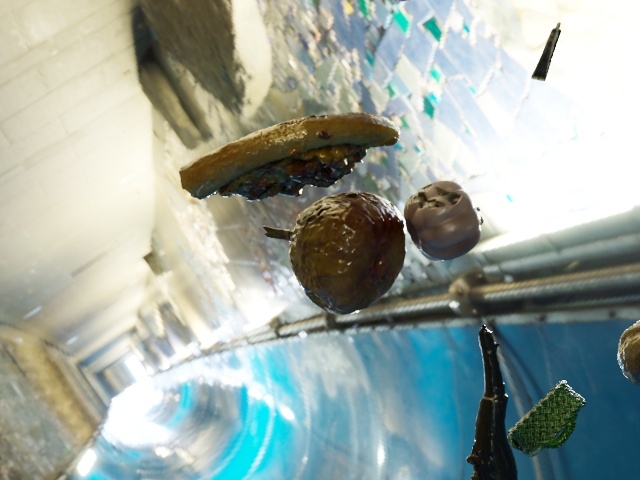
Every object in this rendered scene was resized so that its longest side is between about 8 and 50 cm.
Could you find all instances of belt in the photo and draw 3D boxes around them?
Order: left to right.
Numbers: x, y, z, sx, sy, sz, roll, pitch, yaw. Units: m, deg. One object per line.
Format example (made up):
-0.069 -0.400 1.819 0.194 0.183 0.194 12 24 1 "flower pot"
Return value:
0.408 0.324 1.442 0.151 0.079 0.121 -39 163 -13 "belt"

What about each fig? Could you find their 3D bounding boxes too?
0.000 0.000 1.863 0.368 0.286 0.286 19 -142 33 "fig"

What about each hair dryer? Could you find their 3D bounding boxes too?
0.163 0.272 0.938 0.303 0.360 0.120 -5 -172 -7 "hair dryer"

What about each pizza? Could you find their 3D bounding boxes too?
-0.057 -0.149 1.488 0.408 0.114 0.278 -12 170 -16 "pizza"

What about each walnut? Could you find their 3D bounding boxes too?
0.648 0.216 1.569 0.140 0.140 0.162 -36 145 -24 "walnut"

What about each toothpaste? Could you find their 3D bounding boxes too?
0.506 -0.420 1.802 0.021 0.037 0.140 22 88 -54 "toothpaste"

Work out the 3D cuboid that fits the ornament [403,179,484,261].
0.272 -0.045 1.765 0.177 0.177 0.177 -35 180 0 "ornament"
